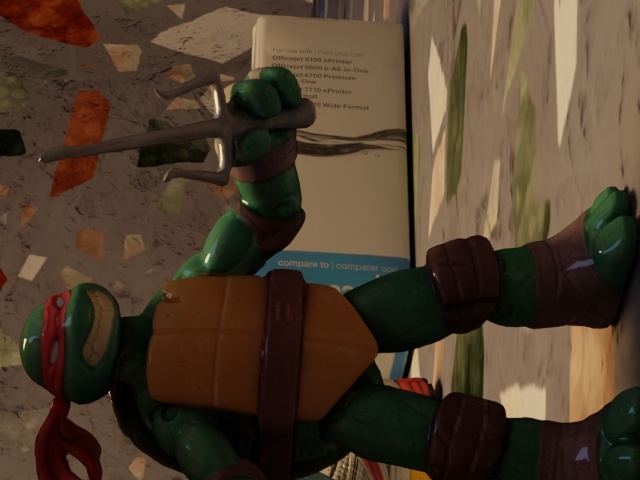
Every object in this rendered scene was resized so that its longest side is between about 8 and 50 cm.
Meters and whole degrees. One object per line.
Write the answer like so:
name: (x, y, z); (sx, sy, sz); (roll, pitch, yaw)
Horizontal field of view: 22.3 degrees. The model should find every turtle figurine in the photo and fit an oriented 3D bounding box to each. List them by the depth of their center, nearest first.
turtle figurine: (-0.015, 0.034, 0.536); (0.118, 0.234, 0.175); (109, 164, -78)

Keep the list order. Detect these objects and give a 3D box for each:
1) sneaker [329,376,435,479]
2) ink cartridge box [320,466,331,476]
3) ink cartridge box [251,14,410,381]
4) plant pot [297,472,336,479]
sneaker: (0.025, 0.198, 1.018); (0.088, 0.093, 0.225); (104, 167, -70)
ink cartridge box: (0.000, 0.235, 1.510); (0.090, 0.092, 0.143); (-103, 14, -77)
ink cartridge box: (0.000, 0.000, 1.343); (0.223, 0.129, 0.307); (96, 175, -56)
plant pot: (-0.028, 0.217, 0.732); (0.195, 0.290, 0.290); (-51, 9, 7)
